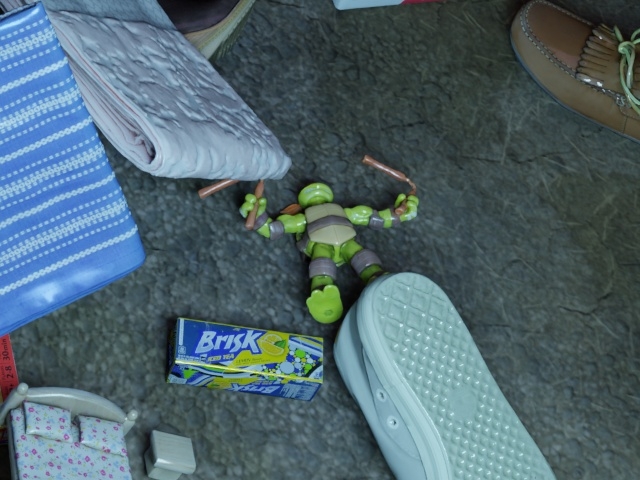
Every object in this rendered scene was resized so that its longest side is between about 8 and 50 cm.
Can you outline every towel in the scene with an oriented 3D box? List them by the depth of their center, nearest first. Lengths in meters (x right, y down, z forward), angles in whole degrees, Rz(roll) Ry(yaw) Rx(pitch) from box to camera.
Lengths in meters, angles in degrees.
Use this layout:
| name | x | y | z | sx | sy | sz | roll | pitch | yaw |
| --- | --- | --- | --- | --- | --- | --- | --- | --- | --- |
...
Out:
| name | x | y | z | sx | sy | sz | roll | pitch | yaw |
| --- | --- | --- | --- | --- | --- | --- | --- | --- | --- |
| towel | -0.325 | -0.048 | 1.596 | 0.243 | 0.336 | 0.040 | -25 | 40 | -9 |
| towel | -0.194 | -0.189 | 1.776 | 0.317 | 0.053 | 0.332 | 50 | 18 | 14 |

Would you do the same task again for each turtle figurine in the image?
| name | x | y | z | sx | sy | sz | roll | pitch | yaw |
| --- | --- | --- | --- | --- | --- | --- | --- | --- | --- |
| turtle figurine | 0.000 | 0.000 | 1.899 | 0.269 | 0.087 | 0.217 | -1 | 42 | -17 |

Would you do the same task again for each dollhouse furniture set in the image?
| name | x | y | z | sx | sy | sz | roll | pitch | yaw |
| --- | --- | --- | --- | --- | --- | --- | --- | --- | --- |
| dollhouse furniture set | -0.227 | 0.233 | 1.517 | 0.355 | 0.174 | 0.303 | 16 | 37 | -30 |

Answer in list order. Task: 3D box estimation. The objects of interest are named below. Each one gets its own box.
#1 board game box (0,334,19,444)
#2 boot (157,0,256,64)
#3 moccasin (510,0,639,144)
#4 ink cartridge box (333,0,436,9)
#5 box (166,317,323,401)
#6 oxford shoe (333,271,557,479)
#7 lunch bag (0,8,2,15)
| name | x | y | z | sx | sy | sz | roll | pitch | yaw |
| --- | --- | --- | --- | --- | --- | --- | --- | --- | --- |
| board game box | -0.414 | 0.149 | 1.685 | 0.193 | 0.045 | 0.147 | -6 | 60 | -22 |
| boot | -0.207 | -0.291 | 2.017 | 0.207 | 0.090 | 0.248 | 35 | 57 | 2 |
| moccasin | 0.424 | -0.206 | 2.146 | 0.380 | 0.147 | 0.139 | 37 | 54 | 7 |
| ink cartridge box | 0.128 | -0.435 | 2.115 | 0.197 | 0.273 | 0.114 | -9 | 62 | -24 |
| box | -0.084 | 0.133 | 1.805 | 0.169 | 0.054 | 0.059 | 9 | 56 | -14 |
| oxford shoe | 0.146 | 0.251 | 1.775 | 0.169 | 0.130 | 0.449 | -20 | 81 | -35 |
| lunch bag | -0.441 | -0.156 | 1.730 | 0.212 | 0.256 | 0.305 | 15 | 52 | -21 |
